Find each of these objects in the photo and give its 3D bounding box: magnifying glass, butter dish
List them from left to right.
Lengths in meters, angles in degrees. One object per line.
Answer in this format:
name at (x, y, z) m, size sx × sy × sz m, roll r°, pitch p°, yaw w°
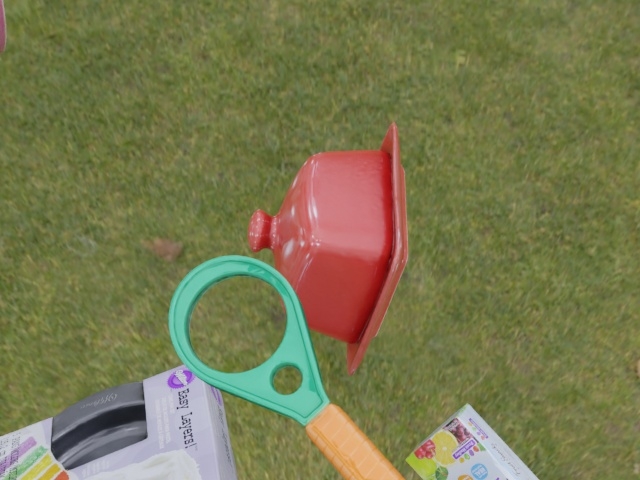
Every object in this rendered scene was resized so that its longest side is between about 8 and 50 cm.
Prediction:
magnifying glass at (-0.016, 0.102, 0.668) m, size 0.092 × 0.026 × 0.231 m, roll -41°, pitch 67°, yaw -7°
butter dish at (0.000, 0.000, 0.796) m, size 0.118 × 0.160 × 0.160 m, roll 10°, pitch 46°, yaw -7°

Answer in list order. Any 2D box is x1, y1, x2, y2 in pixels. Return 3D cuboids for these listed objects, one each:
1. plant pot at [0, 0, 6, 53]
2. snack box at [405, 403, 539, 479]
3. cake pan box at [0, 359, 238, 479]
plant pot at (-0.316, -0.170, 0.656) m, size 0.180 × 0.201 × 0.201 m, roll -17°, pitch 66°, yaw -24°
snack box at (0.179, 0.268, 1.118) m, size 0.141 × 0.100 × 0.037 m, roll 47°, pitch 37°, yaw 9°
cake pan box at (-0.206, 0.251, 0.981) m, size 0.245 × 0.070 × 0.267 m, roll -19°, pitch 31°, yaw 0°
